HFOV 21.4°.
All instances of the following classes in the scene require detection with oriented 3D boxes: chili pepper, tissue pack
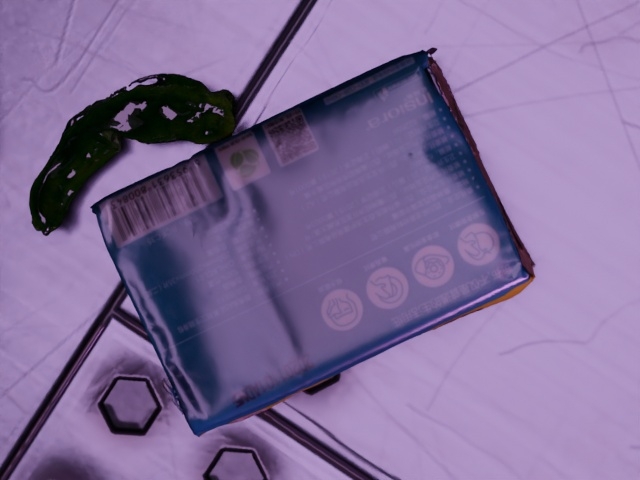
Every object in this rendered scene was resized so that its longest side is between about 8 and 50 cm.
[{"bbox_3d":[-0.151,-0.075,1.285,0.182,0.050,0.073,-28,94,8],"label":"chili pepper"},{"bbox_3d":[0.000,0.000,1.227,0.270,0.134,0.192,-24,89,6],"label":"tissue pack"}]
